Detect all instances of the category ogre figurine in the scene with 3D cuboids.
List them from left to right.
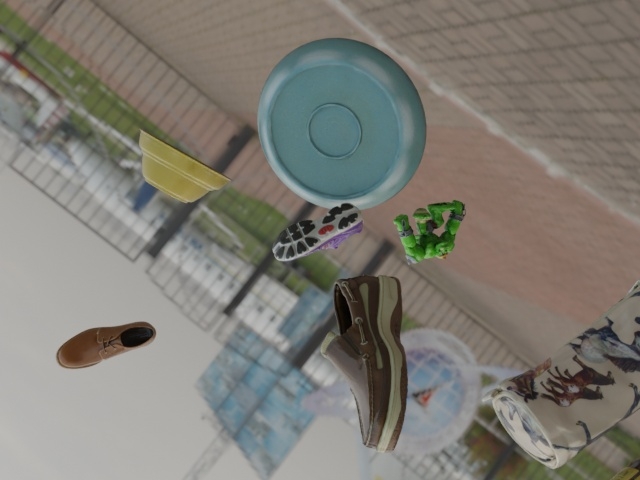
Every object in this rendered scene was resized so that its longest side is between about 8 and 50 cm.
[{"bbox_3d":[0.246,-0.018,2.360,0.096,0.118,0.197,8,-160,31],"label":"ogre figurine"}]

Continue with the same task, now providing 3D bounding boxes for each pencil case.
[{"bbox_3d":[0.478,0.206,1.769,0.183,0.410,0.160,52,170,20],"label":"pencil case"}]

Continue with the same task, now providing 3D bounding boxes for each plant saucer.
[{"bbox_3d":[0.029,-0.197,1.881,0.317,0.317,0.044,38,-152,2],"label":"plant saucer"}]

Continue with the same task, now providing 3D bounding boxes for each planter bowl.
[{"bbox_3d":[-0.294,-0.137,2.158,0.217,0.090,0.217,30,-179,-1],"label":"planter bowl"}]

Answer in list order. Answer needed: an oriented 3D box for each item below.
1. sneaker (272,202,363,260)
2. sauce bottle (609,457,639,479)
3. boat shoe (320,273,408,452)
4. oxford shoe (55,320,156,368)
[{"bbox_3d":[0.000,0.000,1.861,0.071,0.170,0.068,68,179,-52],"label":"sneaker"},{"bbox_3d":[0.394,0.463,1.578,0.111,0.344,0.111,48,159,25],"label":"sauce bottle"},{"bbox_3d":[0.046,0.141,1.251,0.095,0.095,0.257,9,-143,-6],"label":"boat shoe"},{"bbox_3d":[-0.442,0.211,2.188,0.076,0.212,0.076,161,90,-73],"label":"oxford shoe"}]
